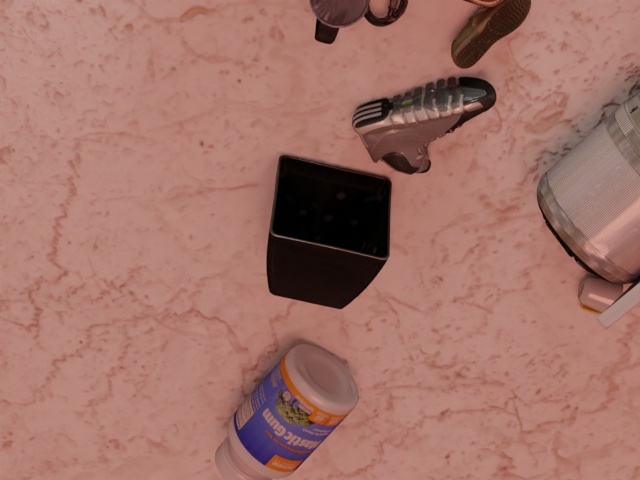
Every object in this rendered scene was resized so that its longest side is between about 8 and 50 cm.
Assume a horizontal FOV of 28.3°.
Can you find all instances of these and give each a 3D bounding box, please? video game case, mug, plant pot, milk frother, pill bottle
[{"bbox_3d":[0.545,0.041,1.991,0.204,0.285,0.025,-44,80,24],"label":"video game case"},{"bbox_3d":[0.468,0.098,2.144,0.064,0.062,0.078,17,115,0],"label":"mug"},{"bbox_3d":[0.000,0.000,2.027,0.187,0.188,0.167,12,135,-7],"label":"plant pot"},{"bbox_3d":[0.057,-0.350,1.818,0.143,0.134,0.129,-1,123,1],"label":"milk frother"},{"bbox_3d":[-0.068,0.323,2.240,0.152,0.152,0.272,31,117,-17],"label":"pill bottle"}]

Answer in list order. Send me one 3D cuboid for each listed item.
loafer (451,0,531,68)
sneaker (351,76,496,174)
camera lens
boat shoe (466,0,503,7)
[{"bbox_3d":[0.247,-0.321,1.885,0.148,0.050,0.056,-40,130,5],"label":"loafer"},{"bbox_3d":[0.174,-0.170,1.971,0.229,0.086,0.132,-10,127,19],"label":"sneaker"},{"bbox_3d":[0.486,-0.085,1.930,0.219,0.219,0.274,36,116,-20],"label":"camera lens"},{"bbox_3d":[0.144,-0.430,1.776,0.324,0.116,0.123,34,117,-19],"label":"boat shoe"}]
